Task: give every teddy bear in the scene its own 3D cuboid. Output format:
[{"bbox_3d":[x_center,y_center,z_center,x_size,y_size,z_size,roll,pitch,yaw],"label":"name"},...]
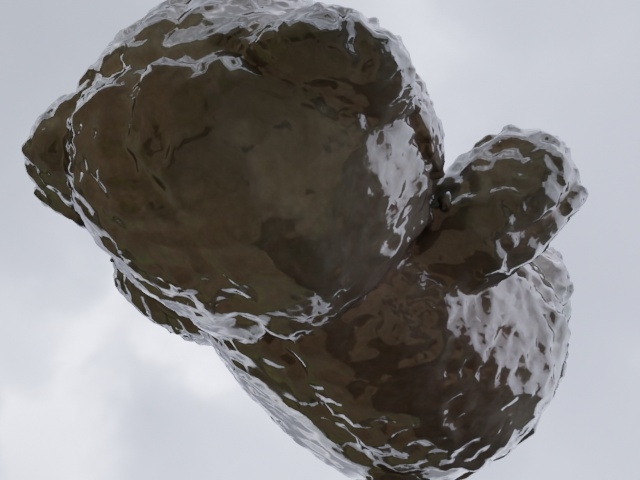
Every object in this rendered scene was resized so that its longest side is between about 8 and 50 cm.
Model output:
[{"bbox_3d":[0.000,0.001,0.593,0.236,0.151,0.267,-18,-55,31],"label":"teddy bear"}]
